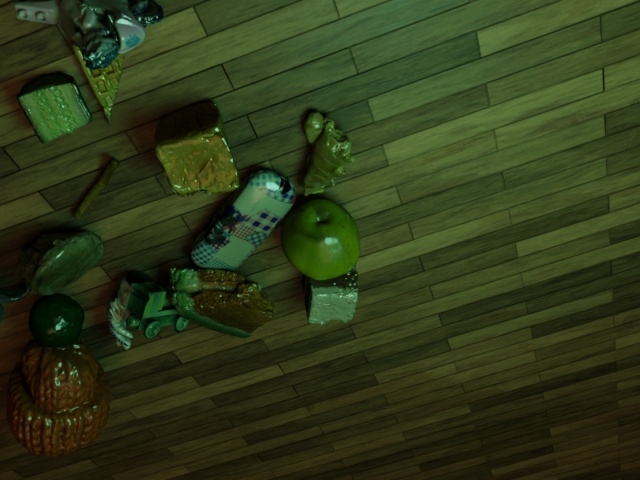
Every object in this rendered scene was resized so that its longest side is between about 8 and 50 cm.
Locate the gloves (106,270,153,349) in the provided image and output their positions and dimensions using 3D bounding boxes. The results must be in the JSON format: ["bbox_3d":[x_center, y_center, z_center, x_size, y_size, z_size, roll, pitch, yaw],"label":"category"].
[{"bbox_3d":[-0.491,0.180,1.639,0.119,0.097,0.229,-16,129,-54],"label":"gloves"}]

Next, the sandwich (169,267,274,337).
[{"bbox_3d":[-0.224,0.159,1.603,0.212,0.109,0.292,-6,152,20],"label":"sandwich"}]

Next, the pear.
[{"bbox_3d":[0.000,0.001,1.494,0.198,0.198,0.198,-4,132,-5],"label":"pear"}]

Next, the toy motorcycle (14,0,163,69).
[{"bbox_3d":[-0.401,-0.370,1.094,0.240,0.204,0.108,-5,143,0],"label":"toy motorcycle"}]

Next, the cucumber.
[{"bbox_3d":[-0.519,-0.265,1.264,0.117,0.062,0.115,-17,133,-3],"label":"cucumber"}]

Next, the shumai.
[{"bbox_3d":[-0.613,0.035,1.485,0.120,0.201,0.201,44,122,10],"label":"shumai"}]

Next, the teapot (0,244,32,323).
[{"bbox_3d":[-0.845,0.113,1.497,0.224,0.305,0.285,22,143,21],"label":"teapot"}]

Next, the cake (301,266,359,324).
[{"bbox_3d":[0.025,0.122,1.627,0.135,0.147,0.134,2,130,-8],"label":"cake"}]

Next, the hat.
[{"bbox_3d":[-0.653,0.338,1.666,0.286,0.285,0.400,15,116,-20],"label":"hat"}]

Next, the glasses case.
[{"bbox_3d":[-0.185,-0.037,1.503,0.125,0.076,0.327,27,124,-27],"label":"glasses case"}]

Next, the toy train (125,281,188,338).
[{"bbox_3d":[-0.393,0.166,1.600,0.200,0.083,0.132,-4,116,-62],"label":"toy train"}]

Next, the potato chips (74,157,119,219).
[{"bbox_3d":[-0.495,-0.117,1.418,0.026,0.037,0.204,35,124,-21],"label":"potato chips"}]

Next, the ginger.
[{"bbox_3d":[0.017,-0.180,1.402,0.115,0.081,0.205,5,131,2],"label":"ginger"}]

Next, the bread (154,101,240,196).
[{"bbox_3d":[-0.253,-0.183,1.320,0.143,0.149,0.158,-13,132,-1],"label":"bread"}]

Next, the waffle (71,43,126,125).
[{"bbox_3d":[-0.396,-0.317,1.261,0.125,0.032,0.190,-14,134,1],"label":"waffle"}]
